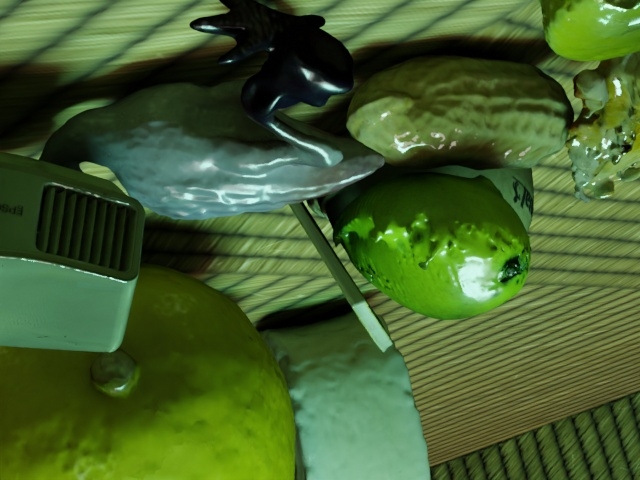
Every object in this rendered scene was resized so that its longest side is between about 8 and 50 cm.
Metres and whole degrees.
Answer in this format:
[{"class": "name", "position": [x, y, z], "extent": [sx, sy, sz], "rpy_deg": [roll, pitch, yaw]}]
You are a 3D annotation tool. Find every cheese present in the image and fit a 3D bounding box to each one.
[{"class": "cheese", "position": [0.010, 0.234, 1.849], "extent": [0.153, 0.292, 0.332], "rpy_deg": [-11, 176, -16]}]

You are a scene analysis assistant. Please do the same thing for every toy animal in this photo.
[{"class": "toy animal", "position": [-0.098, -0.066, 1.038], "extent": [0.324, 0.090, 0.195], "rpy_deg": [-19, 141, 32]}]

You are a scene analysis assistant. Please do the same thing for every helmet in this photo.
[{"class": "helmet", "position": [0.102, -0.012, 1.326], "extent": [0.204, 0.137, 0.257], "rpy_deg": [-19, 165, 13]}]

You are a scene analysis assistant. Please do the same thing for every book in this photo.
[{"class": "book", "position": [0.000, 0.000, 1.223], "extent": [0.013, 0.168, 0.192], "rpy_deg": [-32, 164, 0]}]

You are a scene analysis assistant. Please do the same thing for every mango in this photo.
[{"class": "mango", "position": [0.081, -0.002, 1.159], "extent": [0.100, 0.119, 0.178], "rpy_deg": [-47, -153, -22]}]

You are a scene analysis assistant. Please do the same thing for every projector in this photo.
[{"class": "projector", "position": [-0.249, -0.004, 0.990], "extent": [0.269, 0.088, 0.193], "rpy_deg": [7, 157, -9]}]

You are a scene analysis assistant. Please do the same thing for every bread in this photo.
[{"class": "bread", "position": [0.178, -0.165, 0.897], "extent": [0.129, 0.114, 0.111], "rpy_deg": [-14, 165, -7]}]

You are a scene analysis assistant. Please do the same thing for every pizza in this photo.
[{"class": "pizza", "position": [0.253, -0.129, 1.107], "extent": [0.189, 0.071, 0.297], "rpy_deg": [-25, 154, -19]}]

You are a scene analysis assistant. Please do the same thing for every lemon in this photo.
[{"class": "lemon", "position": [-0.179, 0.177, 1.383], "extent": [0.348, 0.348, 0.348], "rpy_deg": [-14, 165, -4]}]

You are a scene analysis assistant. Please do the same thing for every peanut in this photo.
[{"class": "peanut", "position": [0.100, -0.093, 1.146], "extent": [0.194, 0.083, 0.093], "rpy_deg": [0, -170, -32]}]
